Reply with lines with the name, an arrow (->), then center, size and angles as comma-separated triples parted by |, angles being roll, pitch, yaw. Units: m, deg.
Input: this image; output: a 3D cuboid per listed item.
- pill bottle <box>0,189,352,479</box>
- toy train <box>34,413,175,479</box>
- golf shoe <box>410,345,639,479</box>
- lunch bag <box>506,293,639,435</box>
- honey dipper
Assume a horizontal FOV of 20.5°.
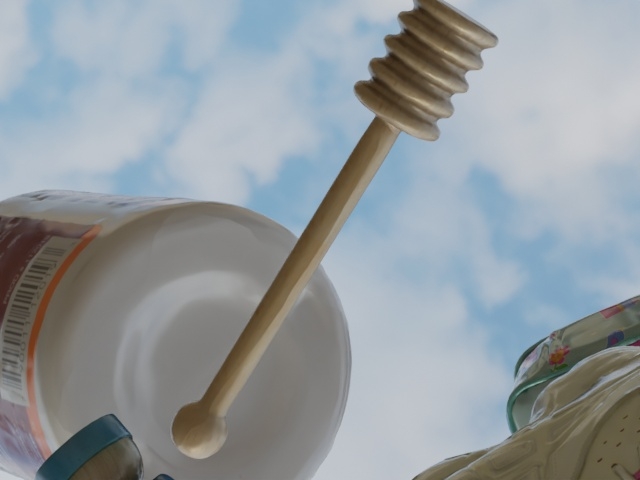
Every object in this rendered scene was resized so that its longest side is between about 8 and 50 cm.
pill bottle -> -0.166, 0.076, 1.300 | 0.224, 0.224, 0.392 | -54, -154, -16
toy train -> -0.146, 0.215, 0.889 | 0.248, 0.105, 0.143 | -43, -105, -1
golf shoe -> 0.129, 0.137, 0.887 | 0.306, 0.115, 0.140 | -39, -173, -35
lunch bag -> 0.308, 0.158, 1.517 | 0.279, 0.224, 0.108 | -25, -166, 15
honey dipper -> 0.000, 0.000, 0.535 | 0.161, 0.030, 0.030 | -59, -138, 11
